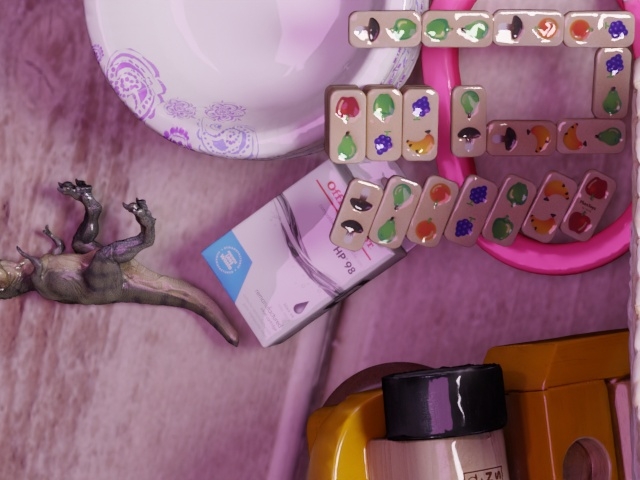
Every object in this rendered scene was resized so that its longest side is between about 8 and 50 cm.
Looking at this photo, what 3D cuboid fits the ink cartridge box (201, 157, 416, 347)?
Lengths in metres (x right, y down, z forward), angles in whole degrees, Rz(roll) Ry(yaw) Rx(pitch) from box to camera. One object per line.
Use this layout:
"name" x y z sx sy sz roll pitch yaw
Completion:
"ink cartridge box" 0.000 0.000 1.582 0.180 0.060 0.104 -36 82 12

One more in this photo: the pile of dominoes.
"pile of dominoes" 0.129 -0.085 1.454 0.251 0.040 0.196 -1 103 -7

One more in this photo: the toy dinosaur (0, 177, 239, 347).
"toy dinosaur" -0.194 0.014 1.632 0.268 0.064 0.118 9 107 13

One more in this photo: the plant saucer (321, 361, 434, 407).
"plant saucer" 0.069 0.191 1.584 0.168 0.029 0.169 0 90 13

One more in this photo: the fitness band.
"fitness band" 0.194 -0.115 1.536 0.209 0.054 0.291 -10 87 14

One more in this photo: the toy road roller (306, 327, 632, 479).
"toy road roller" 0.134 0.187 1.481 0.240 0.329 0.203 -9 87 55

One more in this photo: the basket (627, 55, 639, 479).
"basket" 0.373 0.046 1.276 0.331 0.266 0.328 -3 59 14

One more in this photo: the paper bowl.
"paper bowl" -0.048 -0.208 1.547 0.284 0.148 0.284 0 90 13
